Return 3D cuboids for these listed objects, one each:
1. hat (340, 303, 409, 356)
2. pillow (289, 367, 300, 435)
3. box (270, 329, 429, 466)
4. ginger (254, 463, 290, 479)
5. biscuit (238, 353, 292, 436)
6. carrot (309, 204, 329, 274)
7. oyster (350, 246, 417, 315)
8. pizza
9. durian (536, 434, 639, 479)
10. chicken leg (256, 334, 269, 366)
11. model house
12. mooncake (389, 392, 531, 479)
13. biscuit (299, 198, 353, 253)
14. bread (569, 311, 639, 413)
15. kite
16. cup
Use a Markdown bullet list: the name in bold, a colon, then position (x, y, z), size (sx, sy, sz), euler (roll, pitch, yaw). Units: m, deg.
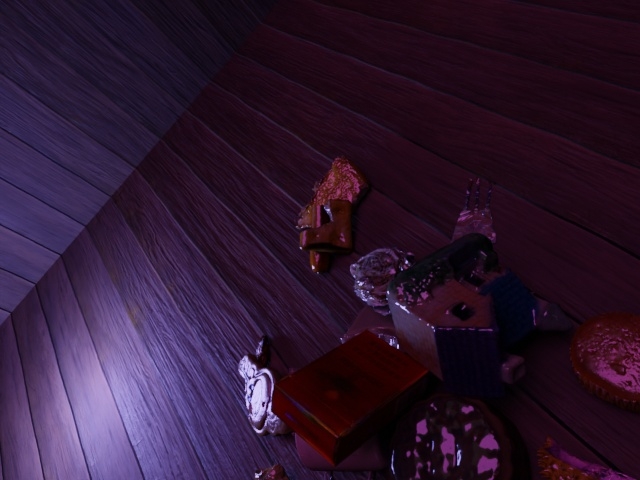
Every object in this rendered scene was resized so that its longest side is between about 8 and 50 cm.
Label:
- **hat**: position (0.192, 0.264, 1.376), size (0.214, 0.149, 0.244), euler (3, 28, 44)
- **pillow**: position (-0.035, 0.435, 1.411), size (0.118, 0.043, 0.185), euler (-17, 62, 29)
- **box**: position (0.071, 0.333, 1.151), size (0.197, 0.313, 0.089), euler (29, 124, 37)
- **ginger**: position (-0.161, 0.719, 1.342), size (0.131, 0.086, 0.295), euler (25, 87, 35)
- **biscuit**: position (-0.170, 0.445, 1.502), size (0.184, 0.047, 0.320), euler (-60, 39, 20)
- **carrot**: position (0.000, 0.000, 1.659), size (0.067, 0.067, 0.225), euler (-6, 77, 34)
- **oyster**: position (0.184, 0.105, 1.436), size (0.198, 0.112, 0.268), euler (-34, 31, 8)
- **pizza**: position (0.036, -0.133, 1.743), size (0.189, 0.071, 0.297), euler (42, 95, 27)
- **durian**: position (0.522, 0.495, 0.950), size (0.260, 0.153, 0.187), euler (-3, 85, 44)
- **chicken leg**: position (-0.184, 0.364, 1.612), size (0.062, 0.037, 0.145), euler (-38, 41, 42)
- **model house**: position (0.353, 0.169, 1.126), size (0.312, 0.245, 0.280), euler (-27, 32, -20)
- **mooncake**: position (0.284, 0.471, 1.103), size (0.290, 0.161, 0.291), euler (-21, 50, 27)
- **biscuit**: position (0.023, -0.050, 1.623), size (0.039, 0.174, 0.184), euler (144, 131, -69)
- **bread**: position (0.612, 0.239, 1.044), size (0.199, 0.104, 0.199), euler (-19, 51, 25)
- **kite**: position (0.439, -0.079, 1.445), size (0.127, 0.016, 0.230), euler (1, 66, 34)
- **cup**: position (0.075, 0.489, 1.246), size (0.200, 0.191, 0.253), euler (-9, 79, 28)
